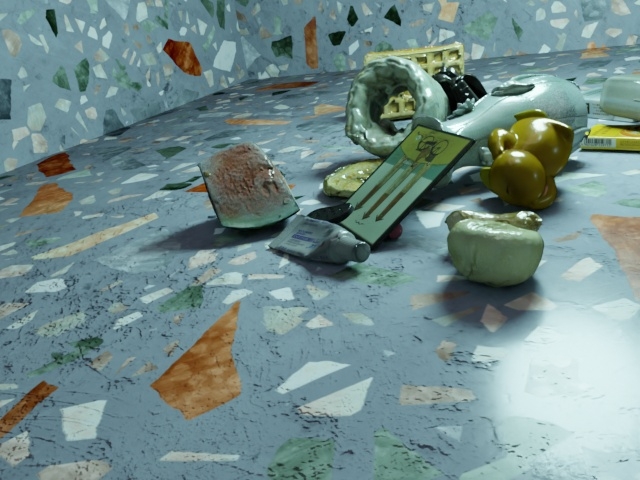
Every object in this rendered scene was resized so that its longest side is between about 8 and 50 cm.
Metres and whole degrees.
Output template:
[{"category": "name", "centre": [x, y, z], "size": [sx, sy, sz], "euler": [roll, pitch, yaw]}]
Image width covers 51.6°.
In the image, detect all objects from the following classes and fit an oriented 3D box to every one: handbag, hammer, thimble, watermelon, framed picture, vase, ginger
[{"category": "handbag", "centre": [0.447, -0.400, 1.979], "size": [0.113, 0.257, 0.285], "euler": [-39, 20, 11]}, {"category": "hammer", "centre": [0.150, -0.032, 1.454], "size": [0.043, 0.043, 0.083], "euler": [-15, 23, -13]}, {"category": "thimble", "centre": [0.218, -0.367, 1.916], "size": [0.291, 0.291, 0.195], "euler": [3, -4, 29]}, {"category": "watermelon", "centre": [-0.170, -0.135, 1.635], "size": [0.213, 0.201, 0.262], "euler": [-22, 27, -9]}, {"category": "framed picture", "centre": [0.175, -0.130, 1.497], "size": [0.324, 0.013, 0.244], "euler": [-46, 27, -3]}, {"category": "vase", "centre": [0.450, -0.275, 1.688], "size": [0.445, 0.250, 0.250], "euler": [-17, 23, -17]}, {"category": "ginger", "centre": [0.337, -0.023, 1.295], "size": [0.190, 0.095, 0.069], "euler": [2, 44, 29]}]

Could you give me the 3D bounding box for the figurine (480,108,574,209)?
[{"category": "figurine", "centre": [0.465, -0.180, 1.488], "size": [0.228, 0.215, 0.215], "euler": [-45, 28, -4]}]

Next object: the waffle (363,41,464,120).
[{"category": "waffle", "centre": [0.355, -0.593, 2.473], "size": [0.376, 0.261, 0.114], "euler": [-5, 17, 10]}]

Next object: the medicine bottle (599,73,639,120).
[{"category": "medicine bottle", "centre": [0.976, -0.392, 1.822], "size": [0.375, 0.123, 0.282], "euler": [-8, 21, -26]}]

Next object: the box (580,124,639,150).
[{"category": "box", "centre": [0.847, -0.275, 1.765], "size": [0.269, 0.043, 0.152], "euler": [10, 28, 40]}]

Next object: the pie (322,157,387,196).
[{"category": "pie", "centre": [0.137, -0.166, 1.776], "size": [0.274, 0.055, 0.274], "euler": [-9, 21, 3]}]

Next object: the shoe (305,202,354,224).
[{"category": "shoe", "centre": [0.019, -0.040, 1.518], "size": [0.179, 0.049, 0.071], "euler": [-12, 33, 50]}]

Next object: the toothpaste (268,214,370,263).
[{"category": "toothpaste", "centre": [0.002, 0.000, 1.406], "size": [0.099, 0.068, 0.282], "euler": [-17, 20, -34]}]

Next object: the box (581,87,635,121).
[{"category": "box", "centre": [0.930, -0.432, 2.095], "size": [0.155, 0.067, 0.243], "euler": [-22, 24, -24]}]

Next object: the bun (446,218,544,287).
[{"category": "bun", "centre": [0.308, 0.022, 1.179], "size": [0.164, 0.111, 0.188], "euler": [-3, 12, -33]}]
